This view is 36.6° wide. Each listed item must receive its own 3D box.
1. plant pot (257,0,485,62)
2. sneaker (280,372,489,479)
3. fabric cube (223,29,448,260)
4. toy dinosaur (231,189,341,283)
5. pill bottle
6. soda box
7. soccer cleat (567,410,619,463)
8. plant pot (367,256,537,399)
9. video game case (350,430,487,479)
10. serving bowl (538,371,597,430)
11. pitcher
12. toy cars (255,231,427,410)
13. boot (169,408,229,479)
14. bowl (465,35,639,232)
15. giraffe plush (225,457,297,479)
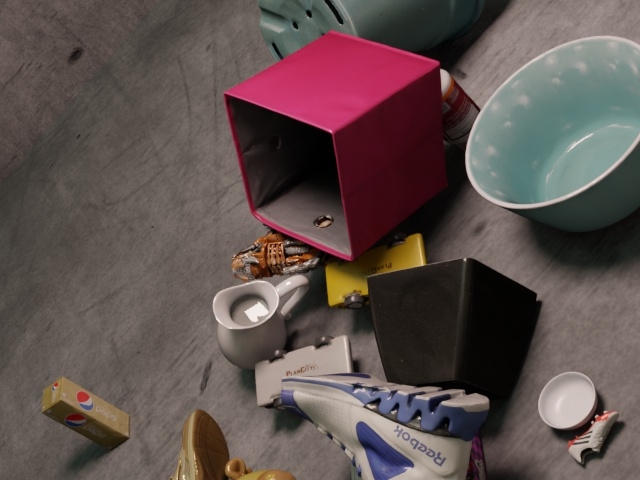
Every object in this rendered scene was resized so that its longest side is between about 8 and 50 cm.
[{"bbox_3d":[0.082,-0.459,1.839,0.341,0.341,0.334,3,35,49],"label":"plant pot"},{"bbox_3d":[0.074,0.281,1.311,0.316,0.127,0.182,4,88,40],"label":"sneaker"},{"bbox_3d":[0.033,-0.165,1.630,0.254,0.259,0.258,24,48,38],"label":"fabric cube"},{"bbox_3d":[0.000,0.000,1.748,0.218,0.322,0.164,-109,24,-65],"label":"toy dinosaur"},{"bbox_3d":[0.232,-0.226,1.717,0.086,0.152,0.086,-29,40,27],"label":"pill bottle"},{"bbox_3d":[-0.464,0.345,1.920,0.058,0.181,0.061,-35,38,19],"label":"soda box"},{"bbox_3d":[0.357,0.254,1.250,0.083,0.029,0.035,-44,44,14],"label":"soccer cleat"},{"bbox_3d":[0.191,0.143,1.413,0.188,0.187,0.167,-14,62,40],"label":"plant pot"},{"bbox_3d":[0.139,0.369,1.365,0.210,0.042,0.232,-31,40,25],"label":"video game case"},{"bbox_3d":[0.337,0.219,1.301,0.083,0.027,0.083,-29,40,28],"label":"serving bowl"},{"bbox_3d":[-0.099,0.140,1.713,0.178,0.207,0.125,-22,64,-12],"label":"pitcher"},{"bbox_3d":[0.047,0.146,1.636,0.176,0.087,0.393,37,91,40],"label":"toy cars"},{"bbox_3d":[-0.257,0.441,1.690,0.203,0.095,0.262,-34,42,23],"label":"boot"},{"bbox_3d":[0.392,-0.136,1.452,0.312,0.163,0.311,-29,41,28],"label":"bowl"},{"bbox_3d":[-0.084,0.421,1.462,0.210,0.181,0.170,-7,39,22],"label":"giraffe plush"}]
